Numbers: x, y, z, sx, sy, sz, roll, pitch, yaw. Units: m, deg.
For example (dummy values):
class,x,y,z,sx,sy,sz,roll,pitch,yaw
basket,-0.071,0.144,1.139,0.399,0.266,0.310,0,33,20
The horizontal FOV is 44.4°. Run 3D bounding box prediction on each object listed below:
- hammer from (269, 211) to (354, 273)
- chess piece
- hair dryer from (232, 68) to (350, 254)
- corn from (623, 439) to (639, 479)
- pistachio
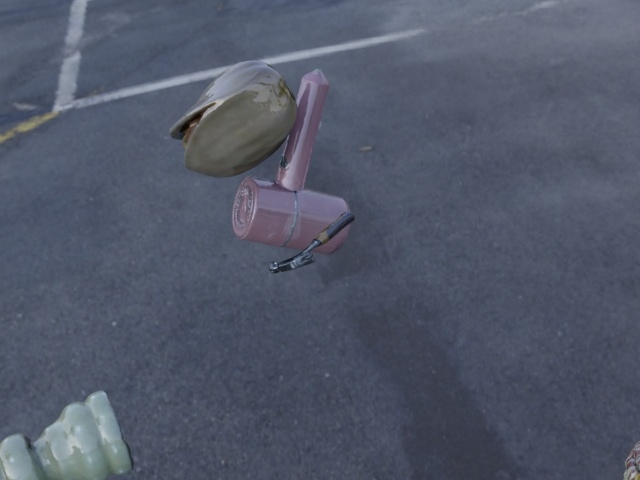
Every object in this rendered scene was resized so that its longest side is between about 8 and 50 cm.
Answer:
class,x,y,z,sx,sy,sz,roll,pitch,yaw
hammer,0.000,0.000,1.308,0.078,0.021,0.201,-12,18,42
chess piece,-0.405,0.321,1.125,0.243,0.133,0.133,-21,32,-24
hair dryer,-0.025,-0.154,1.521,0.210,0.353,0.125,11,11,-25
corn,0.414,0.285,0.960,0.079,0.080,0.237,5,1,23
pistachio,-0.159,-0.211,1.417,0.288,0.166,0.197,-33,-12,38
